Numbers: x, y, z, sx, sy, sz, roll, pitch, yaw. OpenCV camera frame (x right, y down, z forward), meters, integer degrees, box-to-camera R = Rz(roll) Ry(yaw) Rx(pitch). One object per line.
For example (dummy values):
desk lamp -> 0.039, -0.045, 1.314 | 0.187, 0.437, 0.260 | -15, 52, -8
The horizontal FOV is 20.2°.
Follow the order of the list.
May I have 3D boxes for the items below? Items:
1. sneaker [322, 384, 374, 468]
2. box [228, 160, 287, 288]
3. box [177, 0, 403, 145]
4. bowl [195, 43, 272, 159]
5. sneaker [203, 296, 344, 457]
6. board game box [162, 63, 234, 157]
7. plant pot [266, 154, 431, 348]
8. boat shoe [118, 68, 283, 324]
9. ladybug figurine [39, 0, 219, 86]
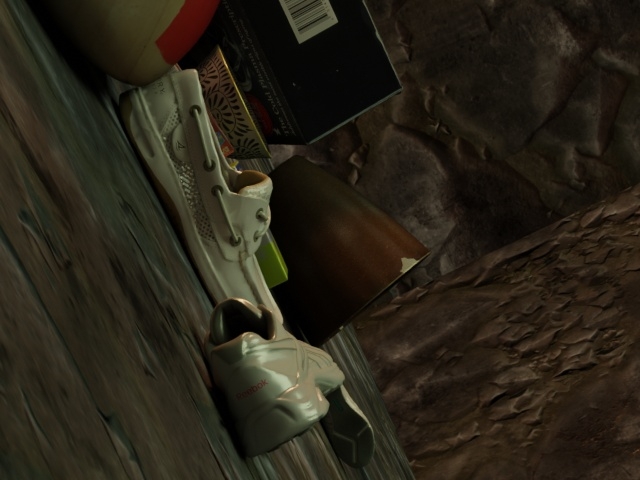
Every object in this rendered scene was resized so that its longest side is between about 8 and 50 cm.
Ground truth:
sneaker -> 0.024, 0.211, 2.233 | 0.152, 0.054, 0.061 | 64, -1, -10
box -> -0.095, -0.028, 2.260 | 0.109, 0.042, 0.178 | -100, 166, -84
box -> -0.090, -0.320, 2.538 | 0.312, 0.179, 0.343 | 7, -55, 64
bowl -> -0.135, -0.170, 2.404 | 0.170, 0.080, 0.170 | 64, 2, -4
sneaker -> -0.043, 0.093, 1.453 | 0.115, 0.090, 0.232 | 61, 1, -4
board game box -> -0.175, -0.195, 2.131 | 0.145, 0.027, 0.281 | 57, 0, 16
plant pot -> 0.000, 0.000, 2.535 | 0.230, 0.215, 0.215 | 49, 1, 4
boat shoe -> -0.086, -0.030, 1.658 | 0.098, 0.096, 0.277 | -110, 174, -67
ladybug figurine -> -0.179, -0.292, 1.560 | 0.449, 0.162, 0.305 | -106, 170, -79
